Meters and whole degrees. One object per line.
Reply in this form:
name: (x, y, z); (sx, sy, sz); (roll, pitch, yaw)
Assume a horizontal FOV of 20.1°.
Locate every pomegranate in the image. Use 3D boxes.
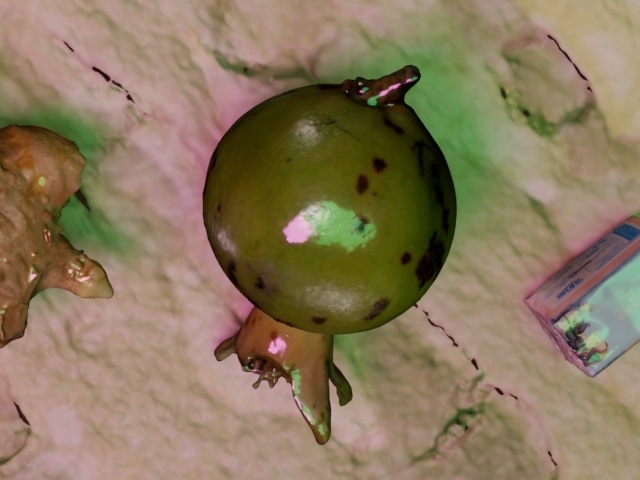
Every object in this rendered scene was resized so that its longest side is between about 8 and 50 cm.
pomegranate: (0.008, 0.007, 1.050); (0.156, 0.156, 0.220); (-13, 123, -10)

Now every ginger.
ginger: (-0.214, -0.016, 1.013); (0.216, 0.102, 0.157); (28, 69, -13)

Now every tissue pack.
tissue pack: (0.184, 0.034, 1.133); (0.094, 0.074, 0.059); (-38, 101, -1)
